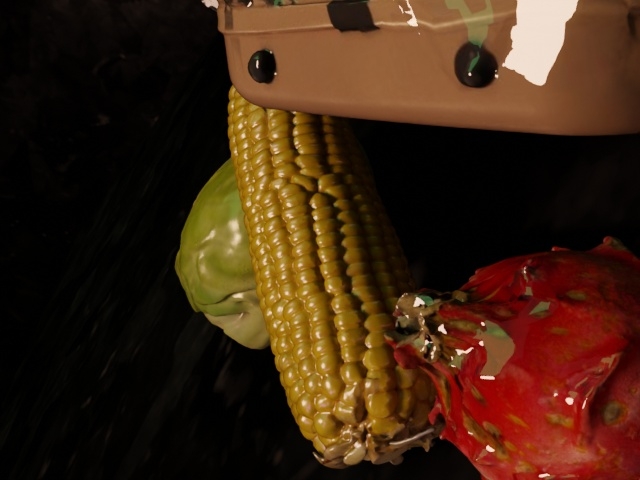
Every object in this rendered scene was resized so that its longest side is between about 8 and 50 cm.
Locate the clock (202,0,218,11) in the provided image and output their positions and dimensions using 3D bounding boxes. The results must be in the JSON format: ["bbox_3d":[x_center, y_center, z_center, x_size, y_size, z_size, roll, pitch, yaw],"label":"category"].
[{"bbox_3d":[-0.012,-0.228,0.729,0.067,0.325,0.325,-57,20,21],"label":"clock"}]

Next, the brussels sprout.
[{"bbox_3d":[-0.041,-0.015,0.732,0.223,0.161,0.223,-40,27,26],"label":"brussels sprout"}]

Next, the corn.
[{"bbox_3d":[0.000,0.000,0.538,0.106,0.106,0.305,-39,59,43],"label":"corn"}]

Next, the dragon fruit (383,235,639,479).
[{"bbox_3d":[0.099,0.052,0.392,0.153,0.111,0.153,-46,28,34],"label":"dragon fruit"}]

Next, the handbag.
[{"bbox_3d":[0.116,-0.150,0.455,0.302,0.283,0.149,12,114,48],"label":"handbag"}]
